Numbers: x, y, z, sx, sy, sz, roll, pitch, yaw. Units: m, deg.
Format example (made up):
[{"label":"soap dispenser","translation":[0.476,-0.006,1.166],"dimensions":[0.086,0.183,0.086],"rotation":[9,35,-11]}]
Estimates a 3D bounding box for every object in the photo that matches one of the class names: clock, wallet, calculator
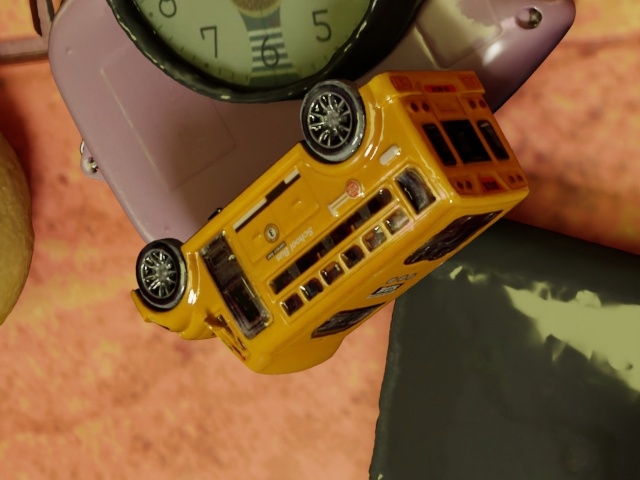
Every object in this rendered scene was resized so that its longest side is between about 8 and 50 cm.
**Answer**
[{"label":"clock","translation":[-0.034,-0.153,0.746],"dimensions":[0.184,0.040,0.184],"rotation":[10,110,30]},{"label":"wallet","translation":[0.216,0.134,0.726],"dimensions":[0.406,0.062,0.228],"rotation":[15,109,23]},{"label":"calculator","translation":[-0.029,-0.102,0.805],"dimensions":[0.294,0.043,0.194],"rotation":[-31,88,32]}]

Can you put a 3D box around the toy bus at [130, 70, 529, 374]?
[{"label":"toy bus","translation":[0.000,0.000,0.739],"dimensions":[0.194,0.083,0.088],"rotation":[-40,71,35]}]

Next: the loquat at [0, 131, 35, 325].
[{"label":"loquat","translation":[-0.243,-0.016,0.882],"dimensions":[0.172,0.149,0.204],"rotation":[23,98,23]}]
